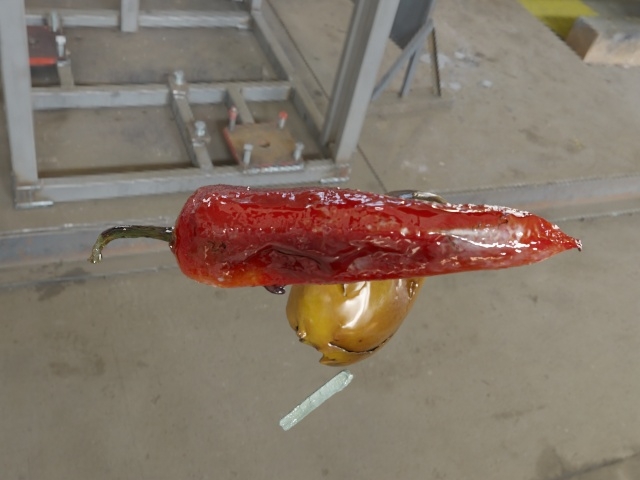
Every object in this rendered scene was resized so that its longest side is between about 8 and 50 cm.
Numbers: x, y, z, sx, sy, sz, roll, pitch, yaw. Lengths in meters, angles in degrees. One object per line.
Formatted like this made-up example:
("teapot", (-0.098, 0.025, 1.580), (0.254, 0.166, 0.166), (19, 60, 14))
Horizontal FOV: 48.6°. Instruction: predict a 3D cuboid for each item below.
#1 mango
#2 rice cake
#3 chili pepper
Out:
("mango", (0.071, 0.049, 1.019), (0.287, 0.201, 0.153), (-45, 39, -22))
("rice cake", (-0.006, 0.214, 0.953), (0.021, 0.121, 0.022), (51, 11, 11))
("chili pepper", (0.000, 0.000, 0.373), (0.268, 0.050, 0.059), (2, 85, 11))
